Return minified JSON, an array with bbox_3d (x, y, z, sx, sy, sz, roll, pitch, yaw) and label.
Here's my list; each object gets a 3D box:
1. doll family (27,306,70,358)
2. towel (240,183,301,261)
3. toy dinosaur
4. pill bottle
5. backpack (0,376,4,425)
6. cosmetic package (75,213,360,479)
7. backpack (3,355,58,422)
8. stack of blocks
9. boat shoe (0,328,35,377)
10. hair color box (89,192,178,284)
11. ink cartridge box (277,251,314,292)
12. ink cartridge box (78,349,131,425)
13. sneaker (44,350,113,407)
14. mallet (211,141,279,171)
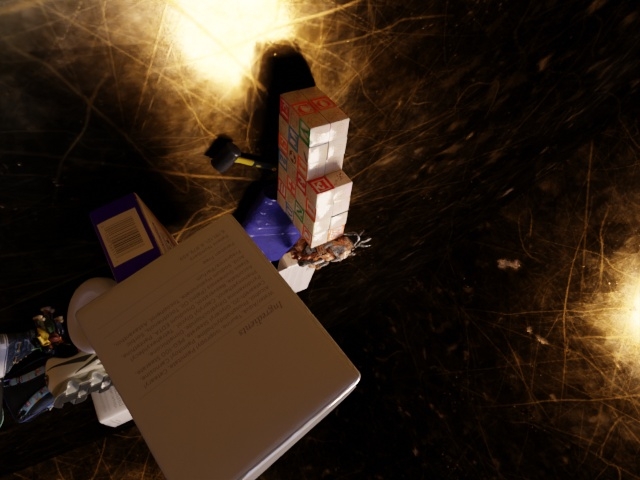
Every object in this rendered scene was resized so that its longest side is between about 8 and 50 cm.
[{"bbox_3d":[-0.708,0.260,1.091,0.076,0.111,0.193,-22,158,-19],"label":"doll family"},{"bbox_3d":[-0.139,-0.046,1.186,0.228,0.076,0.308,-4,146,-42],"label":"towel"},{"bbox_3d":[0.000,0.000,1.123,0.218,0.322,0.164,-41,125,-29],"label":"toy dinosaur"},{"bbox_3d":[-0.484,0.203,1.141,0.188,0.187,0.334,-36,157,16],"label":"pill bottle"},{"bbox_3d":[-0.930,0.431,1.089,0.145,0.188,0.165,-23,158,-17],"label":"backpack"},{"bbox_3d":[-0.176,0.234,0.819,0.328,0.393,0.329,-36,159,-15],"label":"cosmetic package"},{"bbox_3d":[-0.864,0.450,1.280,0.173,0.158,0.117,-33,170,-24],"label":"backpack"},{"bbox_3d":[-0.015,-0.148,0.890,0.087,0.171,0.297,-22,145,-23],"label":"stack of blocks"},{"bbox_3d":[-0.819,0.306,1.110,0.083,0.065,0.183,-5,143,-45],"label":"boat shoe"},{"bbox_3d":[-0.375,0.059,0.960,0.110,0.185,0.338,-28,159,-12],"label":"hair color box"},{"bbox_3d":[-0.152,0.148,1.600,0.262,0.066,0.296,-20,156,-23],"label":"ink cartridge box"},{"bbox_3d":[-0.532,0.375,1.345,0.385,0.279,0.160,-22,157,-20],"label":"ink cartridge box"},{"bbox_3d":[-0.571,0.325,1.143,0.331,0.146,0.122,-3,133,-53],"label":"sneaker"},{"bbox_3d":[-0.152,-0.180,0.920,0.062,0.039,0.190,-40,160,34],"label":"mallet"}]
